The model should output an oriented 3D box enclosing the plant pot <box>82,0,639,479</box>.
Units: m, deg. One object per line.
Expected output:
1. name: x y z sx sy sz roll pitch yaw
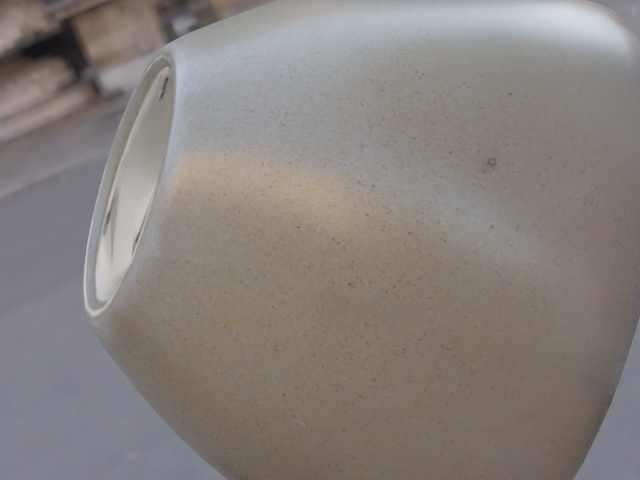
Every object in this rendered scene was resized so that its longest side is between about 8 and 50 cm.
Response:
1. plant pot: 0.000 0.000 0.820 0.191 0.284 0.284 15 0 -18
